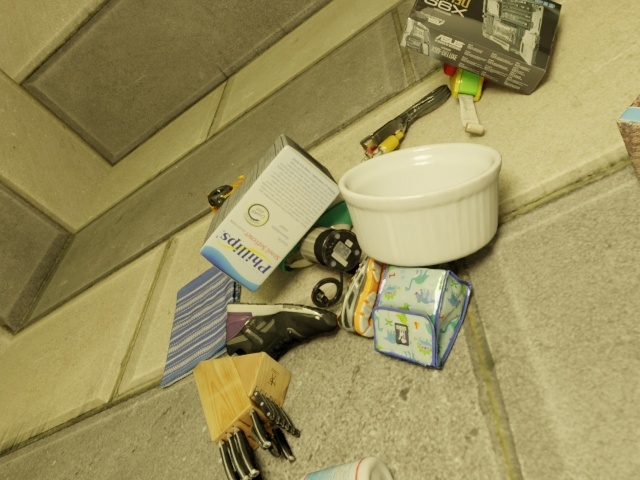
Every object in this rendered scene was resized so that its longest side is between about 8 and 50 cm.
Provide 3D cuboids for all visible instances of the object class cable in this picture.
[{"bbox_3d":[0.212,-0.289,1.310,0.287,0.072,0.139,-36,13,-11],"label":"cable"}]

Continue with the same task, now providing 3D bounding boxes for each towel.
[{"bbox_3d":[-0.306,0.189,1.323,0.243,0.040,0.336,-33,34,18],"label":"towel"}]

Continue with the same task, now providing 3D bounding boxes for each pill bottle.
[{"bbox_3d":[0.019,0.363,0.712,0.160,0.087,0.087,-27,36,25],"label":"pill bottle"}]

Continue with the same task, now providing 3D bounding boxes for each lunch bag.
[{"bbox_3d":[0.157,0.123,0.839,0.128,0.096,0.151,4,73,48],"label":"lunch bag"}]

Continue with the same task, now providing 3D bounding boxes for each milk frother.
[{"bbox_3d":[0.006,0.049,1.032,0.143,0.129,0.134,-37,17,-15],"label":"milk frother"}]

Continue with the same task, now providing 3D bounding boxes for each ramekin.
[{"bbox_3d":[0.179,-0.067,0.903,0.276,0.135,0.277,-11,23,5],"label":"ramekin"}]

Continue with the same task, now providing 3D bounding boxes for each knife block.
[{"bbox_3d":[-0.157,0.336,0.939,0.275,0.088,0.242,-16,41,36],"label":"knife block"}]

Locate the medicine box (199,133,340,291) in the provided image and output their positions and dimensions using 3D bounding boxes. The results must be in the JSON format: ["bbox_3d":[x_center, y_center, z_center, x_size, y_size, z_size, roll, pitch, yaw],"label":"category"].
[{"bbox_3d":[-0.115,-0.074,1.145,0.289,0.149,0.263,-49,15,9],"label":"medicine box"}]

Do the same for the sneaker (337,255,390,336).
[{"bbox_3d":[0.091,0.079,0.970,0.083,0.084,0.215,-12,44,49],"label":"sneaker"}]

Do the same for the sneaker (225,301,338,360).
[{"bbox_3d":[-0.082,0.195,1.040,0.283,0.107,0.124,-6,72,40],"label":"sneaker"}]

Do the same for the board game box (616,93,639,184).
[{"bbox_3d":[0.595,-0.195,0.663,0.291,0.141,0.232,-47,32,-6],"label":"board game box"}]

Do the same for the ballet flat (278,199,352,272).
[{"bbox_3d":[0.000,0.000,1.179,0.247,0.083,0.087,-33,58,17],"label":"ballet flat"}]

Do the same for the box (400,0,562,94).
[{"bbox_3d":[0.357,-0.478,1.136,0.077,0.307,0.243,106,-171,-60],"label":"box"}]

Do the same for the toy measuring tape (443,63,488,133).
[{"bbox_3d":[0.347,-0.377,1.170,0.121,0.121,0.330,-24,37,28],"label":"toy measuring tape"}]

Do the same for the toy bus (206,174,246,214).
[{"bbox_3d":[-0.184,-0.110,1.459,0.211,0.150,0.220,-39,31,-22],"label":"toy bus"}]
